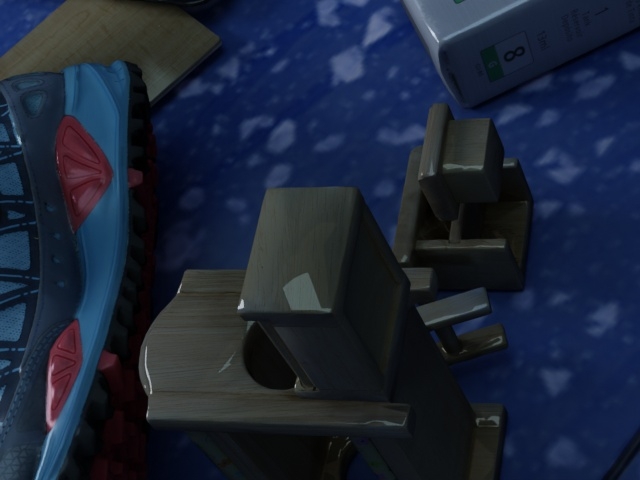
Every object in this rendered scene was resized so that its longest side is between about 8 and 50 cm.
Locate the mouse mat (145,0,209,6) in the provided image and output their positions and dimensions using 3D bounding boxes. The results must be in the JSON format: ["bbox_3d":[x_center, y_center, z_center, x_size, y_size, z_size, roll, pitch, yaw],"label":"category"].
[{"bbox_3d":[-0.104,-0.187,0.789,0.189,0.007,0.153,12,57,28],"label":"mouse mat"}]

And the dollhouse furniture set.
[{"bbox_3d":[0.000,0.000,0.515,0.101,0.182,0.161,-1,58,22],"label":"dollhouse furniture set"}]

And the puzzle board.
[{"bbox_3d":[-0.122,-0.077,0.728,0.128,0.011,0.096,-43,54,-9],"label":"puzzle board"}]

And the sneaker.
[{"bbox_3d":[-0.130,0.036,0.585,0.125,0.104,0.262,-2,45,0],"label":"sneaker"}]

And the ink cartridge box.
[{"bbox_3d":[0.127,-0.180,0.671,0.224,0.056,0.181,-27,52,5],"label":"ink cartridge box"}]
